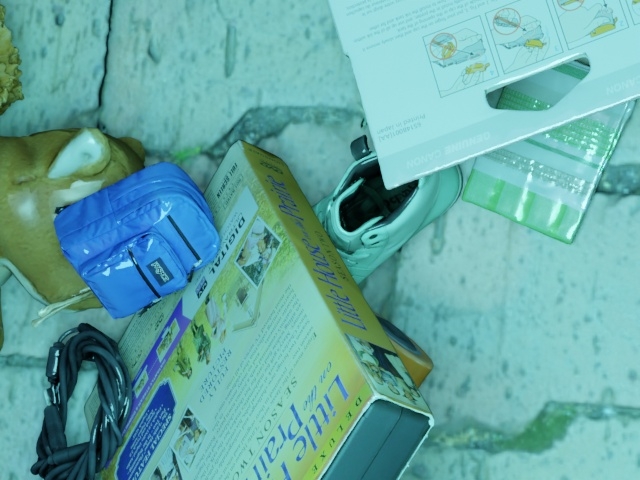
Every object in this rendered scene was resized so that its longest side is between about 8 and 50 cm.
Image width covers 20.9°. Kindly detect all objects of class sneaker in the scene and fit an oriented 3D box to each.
[{"bbox_3d":[0.000,-0.001,1.515,0.256,0.151,0.094,-40,78,12],"label":"sneaker"}]

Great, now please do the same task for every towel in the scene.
[{"bbox_3d":[0.201,-0.085,1.530,0.113,0.023,0.152,25,96,19],"label":"towel"}]

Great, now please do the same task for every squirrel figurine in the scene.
[{"bbox_3d":[-0.349,-0.064,1.571,0.370,0.281,0.397,-16,84,9],"label":"squirrel figurine"}]

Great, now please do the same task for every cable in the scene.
[{"bbox_3d":[-0.218,0.152,1.551,0.047,0.184,0.150,20,90,-26],"label":"cable"}]

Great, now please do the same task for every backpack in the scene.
[{"bbox_3d":[-0.145,0.003,1.456,0.120,0.098,0.101,-30,42,2],"label":"backpack"}]

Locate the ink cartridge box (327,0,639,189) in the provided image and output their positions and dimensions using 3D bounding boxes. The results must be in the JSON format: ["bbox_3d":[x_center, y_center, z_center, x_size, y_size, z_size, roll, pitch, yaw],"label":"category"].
[{"bbox_3d":[0.159,-0.203,1.439,0.296,0.066,0.261,-20,75,14],"label":"ink cartridge box"}]

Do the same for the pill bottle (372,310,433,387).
[{"bbox_3d":[-0.008,0.176,1.514,0.130,0.130,0.245,40,98,16],"label":"pill bottle"}]

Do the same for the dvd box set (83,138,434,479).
[{"bbox_3d":[-0.070,0.139,1.403,0.062,0.420,0.307,21,109,-26],"label":"dvd box set"}]
